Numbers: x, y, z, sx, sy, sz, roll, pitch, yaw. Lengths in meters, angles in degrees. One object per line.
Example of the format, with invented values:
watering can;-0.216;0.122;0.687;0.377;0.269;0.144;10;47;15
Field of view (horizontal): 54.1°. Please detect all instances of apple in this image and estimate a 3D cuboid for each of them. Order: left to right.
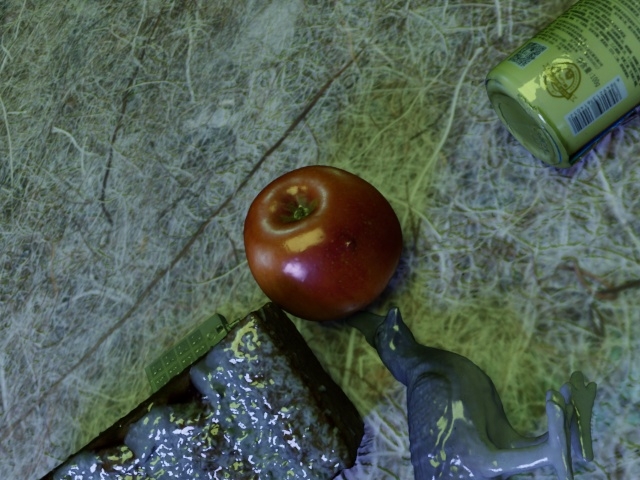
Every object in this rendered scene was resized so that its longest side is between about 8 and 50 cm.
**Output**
apple;0.000;0.000;0.644;0.164;0.139;0.163;-20;49;24

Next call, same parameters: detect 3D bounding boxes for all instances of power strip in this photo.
power strip;-0.148;0.132;0.734;0.136;0.019;0.051;-37;52;7

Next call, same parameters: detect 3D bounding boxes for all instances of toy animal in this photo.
toy animal;0.132;0.179;0.515;0.206;0.081;0.366;-39;48;33

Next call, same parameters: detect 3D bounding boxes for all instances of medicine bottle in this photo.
medicine bottle;0.286;-0.187;0.607;0.239;0.124;0.124;-38;54;5

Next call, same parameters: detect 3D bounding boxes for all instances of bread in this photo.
bread;-0.165;0.244;0.598;0.417;0.113;0.165;-38;89;7
